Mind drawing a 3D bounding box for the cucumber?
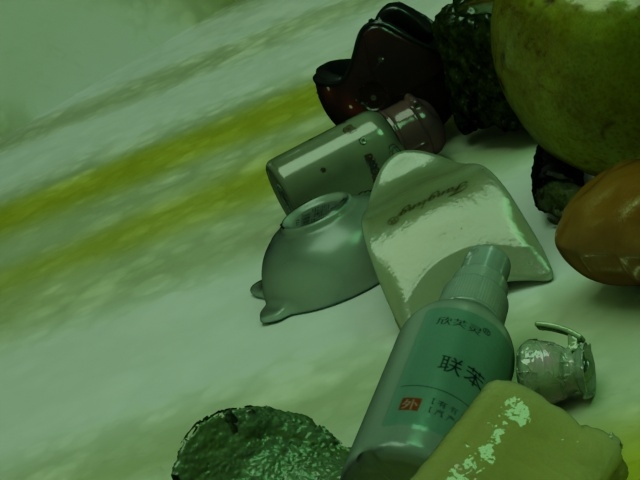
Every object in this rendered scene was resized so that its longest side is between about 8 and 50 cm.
[{"bbox_3d":[0.276,-0.085,2.029,0.067,0.067,0.245,-20,17,14],"label":"cucumber"}]

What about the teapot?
[{"bbox_3d":[0.212,0.109,1.563,0.064,0.064,0.083,-7,61,21],"label":"teapot"}]

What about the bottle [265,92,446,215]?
[{"bbox_3d":[0.052,-0.107,2.289,0.233,0.110,0.110,-27,19,-9],"label":"bottle"}]

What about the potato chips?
[{"bbox_3d":[-0.015,0.210,1.558,0.228,0.059,0.167,9,41,4],"label":"potato chips"}]

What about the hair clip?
[{"bbox_3d":[0.131,-0.014,1.930,0.172,0.113,0.282,-25,19,1],"label":"hair clip"}]

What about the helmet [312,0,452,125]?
[{"bbox_3d":[0.099,-0.225,2.414,0.216,0.193,0.189,-11,15,15],"label":"helmet"}]

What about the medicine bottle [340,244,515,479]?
[{"bbox_3d":[0.114,0.117,1.555,0.110,0.110,0.352,-15,26,27],"label":"medicine bottle"}]

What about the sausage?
[{"bbox_3d":[0.335,-0.015,1.665,0.241,0.120,0.136,-1,44,50],"label":"sausage"}]

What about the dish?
[{"bbox_3d":[0.000,0.000,2.098,0.227,0.086,0.236,-11,23,36],"label":"dish"}]

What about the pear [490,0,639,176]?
[{"bbox_3d":[0.339,-0.204,1.889,0.303,0.304,0.304,-22,19,8],"label":"pear"}]

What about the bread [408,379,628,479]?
[{"bbox_3d":[0.146,0.193,1.350,0.139,0.060,0.178,30,45,14],"label":"bread"}]

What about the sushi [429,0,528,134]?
[{"bbox_3d":[0.339,-0.274,2.273,0.352,0.178,0.294,-29,21,-23],"label":"sushi"}]
